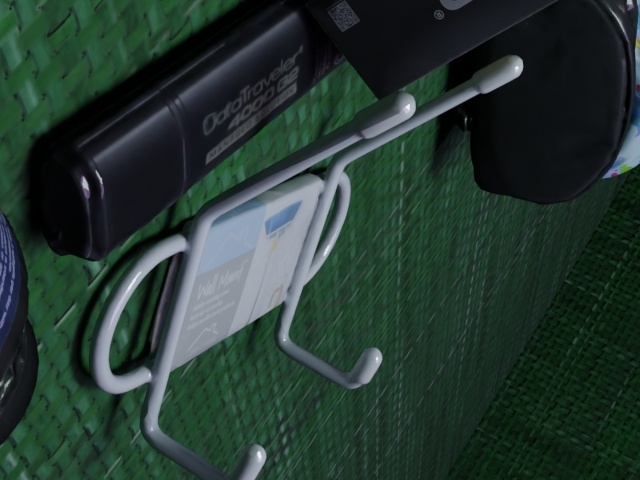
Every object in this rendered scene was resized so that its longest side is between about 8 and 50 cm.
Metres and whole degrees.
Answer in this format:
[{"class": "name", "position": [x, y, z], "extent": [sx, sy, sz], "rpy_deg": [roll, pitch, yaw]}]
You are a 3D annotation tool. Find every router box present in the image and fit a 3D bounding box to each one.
[{"class": "router box", "position": [0.163, -0.231, 0.706], "extent": [0.309, 0.081, 0.243], "rpy_deg": [-26, -160, 39]}]

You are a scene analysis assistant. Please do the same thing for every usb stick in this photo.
[{"class": "usb stick", "position": [-0.061, -0.083, 0.693], "extent": [0.278, 0.045, 0.077], "rpy_deg": [-45, 147, -43]}]

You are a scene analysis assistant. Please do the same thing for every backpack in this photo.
[{"class": "backpack", "position": [0.308, -0.238, 1.203], "extent": [0.290, 0.273, 0.355], "rpy_deg": [89, 21, -43]}]

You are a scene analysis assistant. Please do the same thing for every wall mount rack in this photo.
[{"class": "wall mount rack", "position": [0.000, 0.000, 0.831], "extent": [0.350, 0.130, 0.304], "rpy_deg": [-30, 143, -60]}]

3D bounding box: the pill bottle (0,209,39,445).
[{"class": "pill bottle", "position": [-0.170, 0.005, 0.396], "extent": [0.123, 0.123, 0.219], "rpy_deg": [-55, 160, -22]}]
